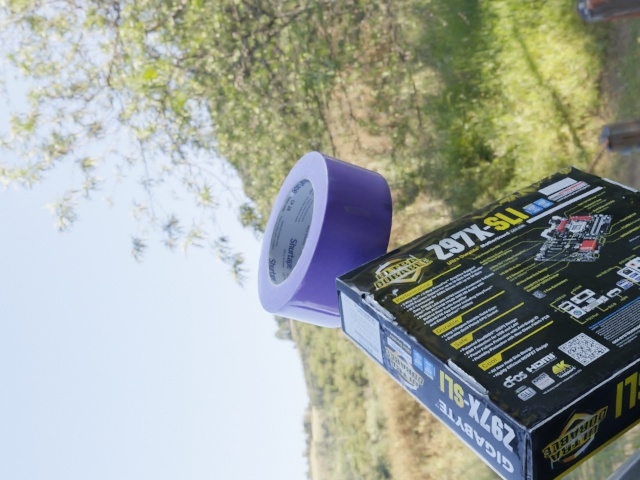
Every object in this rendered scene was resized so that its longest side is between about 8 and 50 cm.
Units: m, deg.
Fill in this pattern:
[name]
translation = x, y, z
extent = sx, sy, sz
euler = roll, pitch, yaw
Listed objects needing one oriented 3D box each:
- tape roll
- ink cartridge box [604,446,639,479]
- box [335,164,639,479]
[tape roll]
translation = 0.000, 0.000, 0.794
extent = 0.189, 0.080, 0.189
euler = -164, 90, -70
[ink cartridge box]
translation = 0.297, 0.294, 0.654
extent = 0.129, 0.223, 0.307
euler = 45, 144, 26
[box]
translation = 0.217, 0.052, 0.647
extent = 0.257, 0.322, 0.079
euler = 35, 143, 52
